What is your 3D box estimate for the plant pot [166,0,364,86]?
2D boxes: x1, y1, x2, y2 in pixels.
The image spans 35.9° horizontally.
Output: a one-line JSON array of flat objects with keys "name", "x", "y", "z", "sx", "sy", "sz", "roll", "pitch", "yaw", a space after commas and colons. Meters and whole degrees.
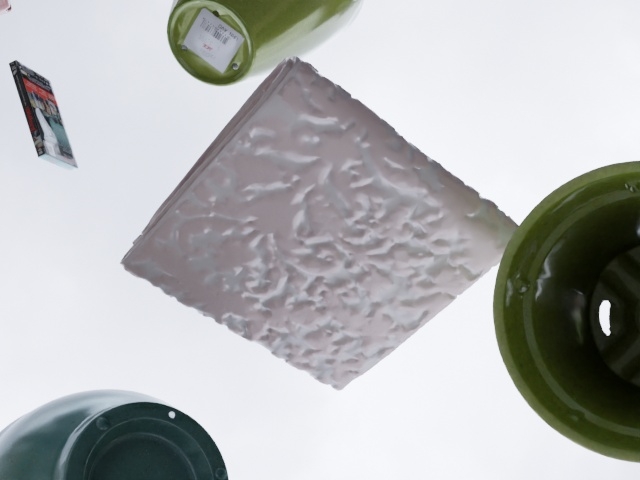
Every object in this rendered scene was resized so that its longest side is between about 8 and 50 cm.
[{"name": "plant pot", "x": -0.105, "y": -0.358, "z": 1.483, "sx": 0.275, "sy": 0.274, "sz": 0.293, "roll": 26, "pitch": -139, "yaw": 5}]

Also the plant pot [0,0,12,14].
[{"name": "plant pot", "x": -0.619, "y": -0.407, "z": 1.466, "sx": 0.265, "sy": 0.272, "sz": 0.272, "roll": -18, "pitch": -116, "yaw": -12}]

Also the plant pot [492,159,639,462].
[{"name": "plant pot", "x": 0.344, "y": 0.074, "z": 1.009, "sx": 0.276, "sy": 0.254, "sz": 0.276, "roll": -3, "pitch": -96, "yaw": 25}]

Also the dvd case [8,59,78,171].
[{"name": "dvd case", "x": -0.321, "y": -0.144, "z": 1.150, "sx": 0.013, "sy": 0.087, "sz": 0.119, "roll": -23, "pitch": -100, "yaw": 8}]

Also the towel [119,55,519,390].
[{"name": "towel", "x": 0.000, "y": 0.000, "z": 1.089, "sx": 0.332, "sy": 0.317, "sz": 0.053, "roll": 33, "pitch": -150, "yaw": -23}]

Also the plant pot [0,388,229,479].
[{"name": "plant pot", "x": -0.212, "y": 0.278, "z": 1.035, "sx": 0.293, "sy": 0.196, "sz": 0.293, "roll": 16, "pitch": -124, "yaw": -25}]
